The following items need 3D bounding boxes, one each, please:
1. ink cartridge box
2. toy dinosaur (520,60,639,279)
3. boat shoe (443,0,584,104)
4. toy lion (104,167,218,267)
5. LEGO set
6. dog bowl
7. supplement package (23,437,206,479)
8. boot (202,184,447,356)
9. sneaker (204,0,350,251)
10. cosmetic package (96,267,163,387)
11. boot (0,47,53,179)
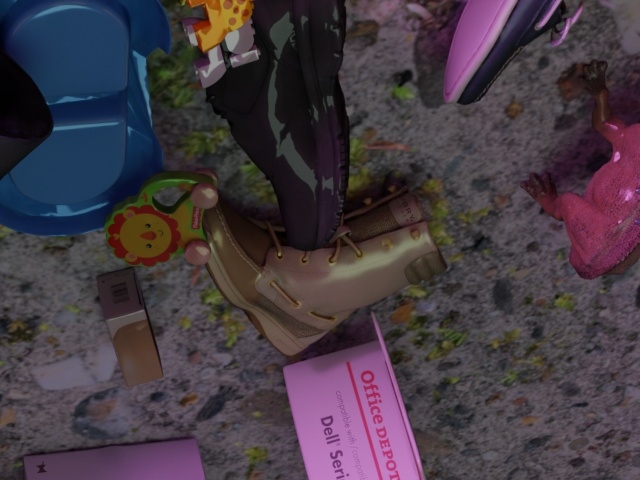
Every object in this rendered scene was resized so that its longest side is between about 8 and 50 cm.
[{"bbox_3d":[0.050,0.250,1.766,0.119,0.207,0.353,-16,146,0],"label":"ink cartridge box"},{"bbox_3d":[0.300,-0.032,1.575,0.127,0.200,0.295,5,135,-25],"label":"toy dinosaur"},{"bbox_3d":[0.184,-0.216,1.413,0.079,0.095,0.254,15,121,-19],"label":"boat shoe"},{"bbox_3d":[-0.141,-0.018,1.442,0.096,0.034,0.100,5,126,-7],"label":"toy lion"},{"bbox_3d":[-0.069,-0.224,1.260,0.093,0.087,0.227,-19,120,-9],"label":"LEGO set"},{"bbox_3d":[-0.216,-0.130,1.371,0.166,0.074,0.297,-6,138,-14],"label":"dog bowl"},{"bbox_3d":[-0.228,0.386,1.846,0.199,0.198,0.262,-4,137,-15],"label":"supplement package"},{"bbox_3d":[0.000,0.000,1.579,0.203,0.095,0.262,-26,141,10],"label":"boot"},{"bbox_3d":[-0.038,-0.119,1.425,0.130,0.109,0.286,-3,120,1],"label":"sneaker"},{"bbox_3d":[-0.189,0.088,1.634,0.041,0.060,0.115,-14,141,-5],"label":"cosmetic package"},{"bbox_3d":[-0.348,0.011,1.371,0.367,0.146,0.445,25,127,-26],"label":"boot"}]
